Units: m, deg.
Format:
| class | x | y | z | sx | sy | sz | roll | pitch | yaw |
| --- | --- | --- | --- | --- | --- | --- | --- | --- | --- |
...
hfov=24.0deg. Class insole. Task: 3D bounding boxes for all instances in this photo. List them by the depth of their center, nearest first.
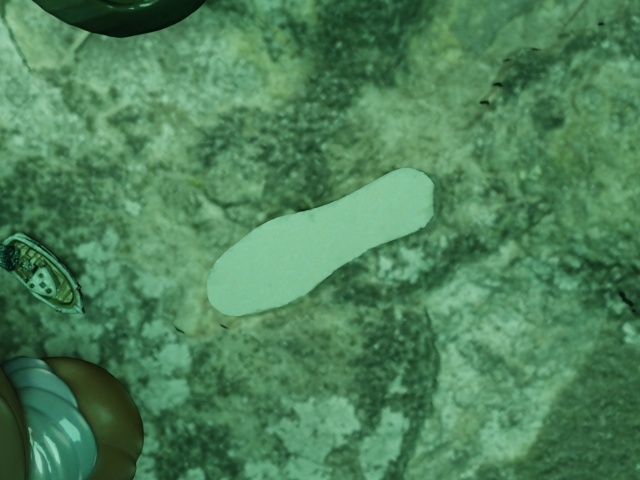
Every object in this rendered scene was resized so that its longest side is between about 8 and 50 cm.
| class | x | y | z | sx | sy | sz | roll | pitch | yaw |
| --- | --- | --- | --- | --- | --- | --- | --- | --- | --- |
| insole | 0.000 | 0.000 | 1.166 | 0.197 | 0.004 | 0.065 | -28 | 101 | 2 |

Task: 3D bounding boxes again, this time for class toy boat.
| class | x | y | z | sx | sy | sz | roll | pitch | yaw |
| --- | --- | --- | --- | --- | --- | --- | --- | --- | --- |
| toy boat | -0.210 | 0.028 | 1.142 | 0.083 | 0.038 | 0.038 | 41 | 95 | -9 |

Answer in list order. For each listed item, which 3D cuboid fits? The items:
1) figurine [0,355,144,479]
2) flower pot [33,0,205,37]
| class | x | y | z | sx | sy | sz | roll | pitch | yaw |
| --- | --- | --- | --- | --- | --- | --- | --- | --- | --- |
| figurine | -0.342 | 0.105 | 1.064 | 0.277 | 0.248 | 0.388 | -41 | 91 | 7 |
| flower pot | -0.151 | -0.260 | 1.030 | 0.189 | 0.157 | 0.243 | -17 | 100 | -2 |
